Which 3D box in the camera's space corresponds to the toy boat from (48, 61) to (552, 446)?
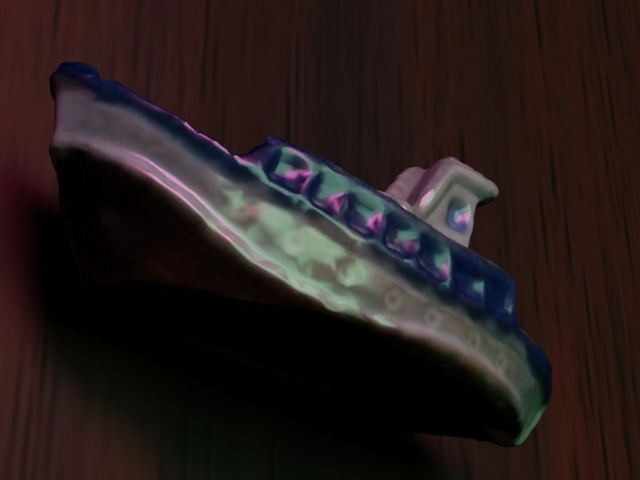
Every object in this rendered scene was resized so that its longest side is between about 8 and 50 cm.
[{"bbox_3d":[0.000,0.000,0.714,0.262,0.114,0.115,23,61,-28],"label":"toy boat"}]
